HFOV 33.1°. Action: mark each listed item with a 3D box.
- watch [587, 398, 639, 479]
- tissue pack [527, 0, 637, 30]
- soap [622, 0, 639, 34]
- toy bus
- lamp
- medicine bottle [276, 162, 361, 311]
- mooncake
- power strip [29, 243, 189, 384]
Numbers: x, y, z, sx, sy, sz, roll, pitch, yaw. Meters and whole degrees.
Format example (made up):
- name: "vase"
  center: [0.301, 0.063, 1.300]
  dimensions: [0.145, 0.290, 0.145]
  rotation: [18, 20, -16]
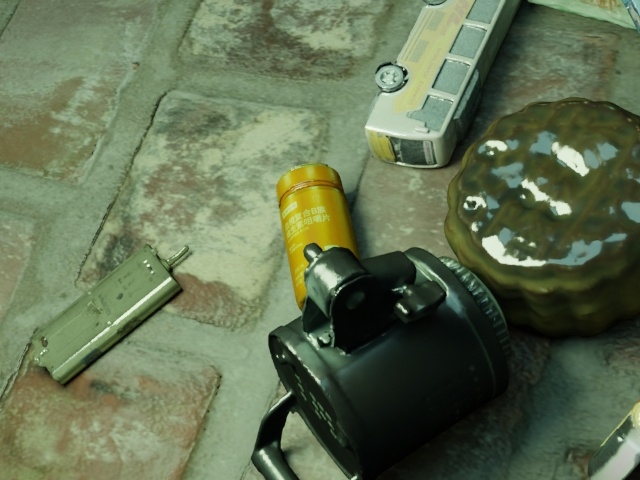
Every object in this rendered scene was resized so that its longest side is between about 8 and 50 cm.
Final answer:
- name: "watch"
  center: [0.432, 0.233, 1.124]
  dimensions: [0.231, 0.196, 0.244]
  rotation: [44, 95, 11]
- name: "tissue pack"
  center: [0.450, -0.453, 1.517]
  dimensions: [0.228, 0.128, 0.311]
  rotation: [23, 71, 29]
- name: "soap"
  center: [0.497, -0.243, 1.347]
  dimensions: [0.156, 0.077, 0.293]
  rotation: [-30, 91, 7]
- name: "toy bus"
  center: [0.178, -0.260, 1.530]
  dimensions: [0.138, 0.097, 0.343]
  rotation: [17, 67, 20]
- name: "lamp"
  center: [0.084, 0.147, 1.253]
  dimensions: [0.272, 0.374, 0.205]
  rotation: [-16, 43, -28]
- name: "medicine bottle"
  center: [0.000, 0.000, 1.441]
  dimensions: [0.096, 0.096, 0.192]
  rotation: [-18, 57, 10]
- name: "mooncake"
  center: [0.293, -0.032, 1.313]
  dimensions: [0.290, 0.161, 0.290]
  rotation: [-10, 58, 17]
- name: "power strip"
  center: [-0.292, 0.092, 1.531]
  dimensions: [0.268, 0.034, 0.092]
  rotation: [-39, 55, -5]
